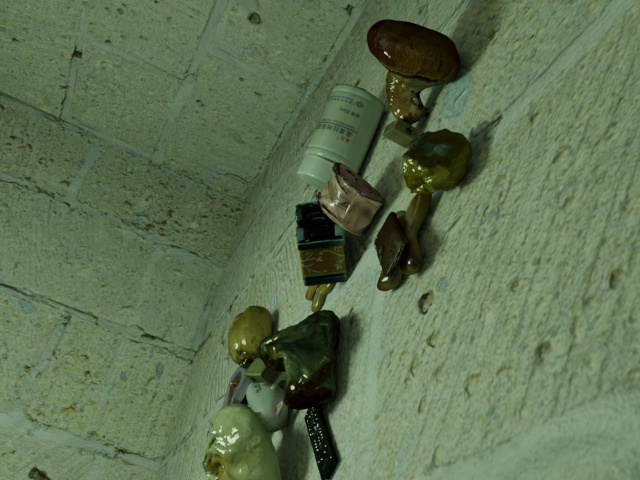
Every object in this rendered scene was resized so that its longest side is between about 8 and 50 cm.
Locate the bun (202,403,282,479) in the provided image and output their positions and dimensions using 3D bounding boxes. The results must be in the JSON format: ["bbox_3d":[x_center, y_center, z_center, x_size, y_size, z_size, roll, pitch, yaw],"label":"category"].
[{"bbox_3d":[-0.199,0.541,1.401,0.287,0.146,0.287,32,129,52],"label":"bun"}]

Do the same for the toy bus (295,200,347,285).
[{"bbox_3d":[0.000,0.000,1.675,0.275,0.138,0.167,-98,1,-62],"label":"toy bus"}]

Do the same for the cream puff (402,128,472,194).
[{"bbox_3d":[0.243,-0.153,1.217,0.116,0.146,0.146,71,-155,-48],"label":"cream puff"}]

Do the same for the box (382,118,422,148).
[{"bbox_3d":[0.218,-0.285,1.553,0.035,0.079,0.083,-68,16,-11],"label":"box"}]

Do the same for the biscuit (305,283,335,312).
[{"bbox_3d":[-0.005,0.124,1.787,0.153,0.030,0.234,-59,17,17],"label":"biscuit"}]

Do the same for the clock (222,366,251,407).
[{"bbox_3d":[-0.283,0.528,2.040,0.198,0.064,0.172,-65,15,4],"label":"clock"}]

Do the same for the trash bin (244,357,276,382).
[{"bbox_3d":[-0.158,0.354,1.591,0.061,0.043,0.092,-52,17,-30],"label":"trash bin"}]

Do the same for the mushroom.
[{"bbox_3d":[0.225,-0.456,1.483,0.255,0.267,0.267,-67,15,-5],"label":"mushroom"}]

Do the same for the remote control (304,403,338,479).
[{"bbox_3d":[-0.002,0.438,1.305,0.063,0.025,0.245,-64,16,10],"label":"remote control"}]

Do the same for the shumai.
[{"bbox_3d":[-0.028,0.301,1.435,0.222,0.204,0.272,-34,-10,24],"label":"shumai"}]

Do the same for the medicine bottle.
[{"bbox_3d":[0.065,-0.321,1.914,0.332,0.190,0.190,-67,15,-6],"label":"medicine bottle"}]

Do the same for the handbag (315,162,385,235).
[{"bbox_3d":[0.080,-0.115,1.592,0.116,0.179,0.205,-53,19,19],"label":"handbag"}]

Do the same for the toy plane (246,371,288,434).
[{"bbox_3d":[-0.149,0.452,1.610,0.252,0.118,0.252,-58,14,24],"label":"toy plane"}]

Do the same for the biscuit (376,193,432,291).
[{"bbox_3d":[0.187,0.000,1.288,0.164,0.047,0.208,-43,27,53],"label":"biscuit"}]

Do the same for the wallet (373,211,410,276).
[{"bbox_3d":[0.151,0.006,1.263,0.176,0.026,0.095,-99,32,-65],"label":"wallet"}]

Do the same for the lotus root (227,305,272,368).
[{"bbox_3d":[-0.247,0.338,2.050,0.160,0.146,0.284,-57,18,30],"label":"lotus root"}]
